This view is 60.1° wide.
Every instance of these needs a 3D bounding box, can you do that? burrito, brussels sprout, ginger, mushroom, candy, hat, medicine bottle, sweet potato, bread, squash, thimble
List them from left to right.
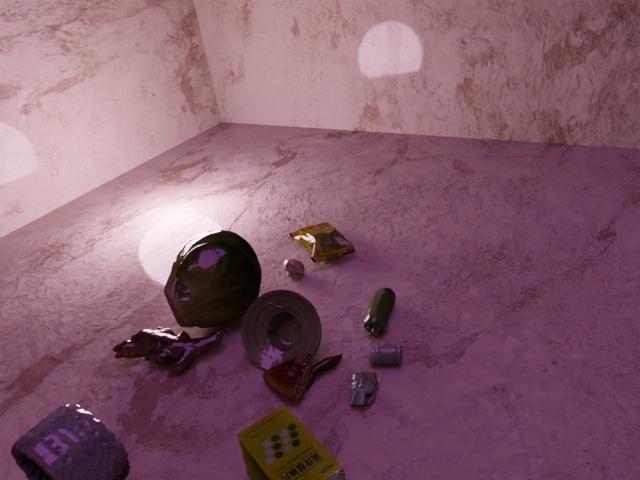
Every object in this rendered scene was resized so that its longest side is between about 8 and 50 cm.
[{"bbox_3d":[-0.582,0.514,1.301,0.246,0.217,0.157,24,42,23],"label":"thimble"},{"bbox_3d":[-0.479,0.338,1.724,0.333,0.080,0.166,6,45,12],"label":"ginger"},{"bbox_3d":[-0.354,0.136,1.827,0.281,0.289,0.355,3,34,47],"label":"brussels sprout"},{"bbox_3d":[-0.103,0.275,1.673,0.252,0.252,0.110,-1,-8,14],"label":"hat"},{"bbox_3d":[-0.078,0.391,1.528,0.154,0.054,0.136,-27,32,4],"label":"bread"},{"bbox_3d":[-0.062,0.513,1.237,0.137,0.141,0.250,-23,32,-28],"label":"medicine bottle"},{"bbox_3d":[-0.100,0.103,2.036,0.084,0.067,0.083,17,3,-1],"label":"mushroom"},{"bbox_3d":[0.000,0.000,2.168,0.187,0.081,0.297,-18,30,-18],"label":"candy"},{"bbox_3d":[0.004,0.364,1.577,0.041,0.038,0.153,31,49,34],"label":"sweet potato"},{"bbox_3d":[0.116,0.400,1.480,0.074,0.044,0.118,3,28,12],"label":"burrito"},{"bbox_3d":[0.185,0.224,1.740,0.077,0.068,0.219,6,33,16],"label":"squash"},{"bbox_3d":[0.185,0.324,1.574,0.091,0.058,0.058,-3,30,10],"label":"medicine bottle"}]
